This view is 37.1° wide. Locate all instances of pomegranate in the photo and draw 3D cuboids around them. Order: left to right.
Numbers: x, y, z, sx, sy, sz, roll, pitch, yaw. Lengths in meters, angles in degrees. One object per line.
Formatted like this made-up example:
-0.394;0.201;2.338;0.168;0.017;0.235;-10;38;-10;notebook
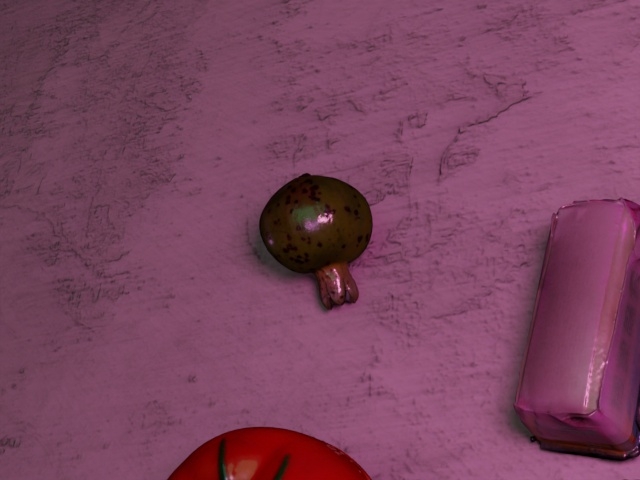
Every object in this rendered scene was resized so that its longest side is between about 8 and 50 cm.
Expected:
0.000;0.000;1.689;0.202;0.202;0.247;-17;84;20;pomegranate

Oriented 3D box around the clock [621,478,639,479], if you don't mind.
0.385;0.415;1.247;0.236;0.053;0.236;-38;12;9;clock

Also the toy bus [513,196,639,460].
0.404;0.111;1.399;0.171;0.162;0.386;2;64;31;toy bus

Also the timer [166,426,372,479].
-0.074;0.466;1.385;0.378;0.279;0.378;-13;60;23;timer
